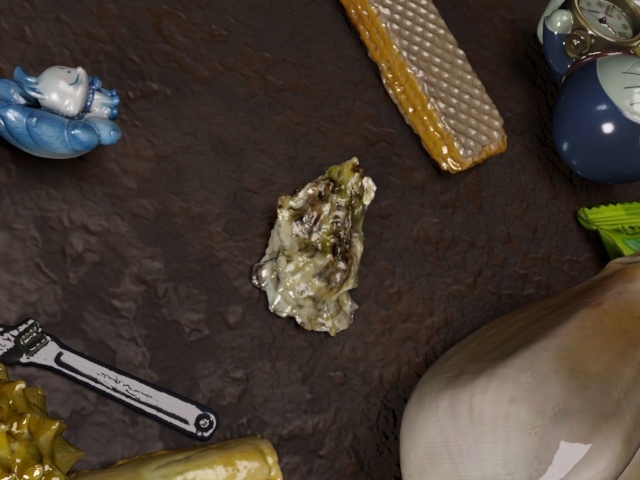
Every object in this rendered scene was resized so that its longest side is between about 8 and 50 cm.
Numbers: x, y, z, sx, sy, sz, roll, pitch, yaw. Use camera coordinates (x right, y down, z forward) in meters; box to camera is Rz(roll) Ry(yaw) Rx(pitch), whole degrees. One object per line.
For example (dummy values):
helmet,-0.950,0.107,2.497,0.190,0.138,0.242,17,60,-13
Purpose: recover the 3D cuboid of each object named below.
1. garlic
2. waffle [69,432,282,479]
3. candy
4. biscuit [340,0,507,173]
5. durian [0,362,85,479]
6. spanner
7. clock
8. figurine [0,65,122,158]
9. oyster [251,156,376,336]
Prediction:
garlic,0.208,0.179,0.637,0.231,0.246,0.340,60,39,-8
waffle,-0.083,0.283,0.538,0.168,0.057,0.274,-5,72,-29
candy,0.401,0.059,0.891,0.149,0.069,0.246,-4,71,-27
biscuit,0.083,-0.248,0.854,0.094,0.054,0.378,-25,83,-34
durian,-0.178,0.170,0.467,0.078,0.140,0.224,-1,54,-42
spanner,-0.172,0.107,0.592,0.208,0.012,0.046,29,59,-16
clock,0.351,-0.183,0.920,0.200,0.146,0.243,8,62,-20
figurine,-0.218,-0.106,0.615,0.114,0.079,0.114,19,36,-14
oyster,-0.003,0.000,0.707,0.108,0.053,0.165,13,71,-12
